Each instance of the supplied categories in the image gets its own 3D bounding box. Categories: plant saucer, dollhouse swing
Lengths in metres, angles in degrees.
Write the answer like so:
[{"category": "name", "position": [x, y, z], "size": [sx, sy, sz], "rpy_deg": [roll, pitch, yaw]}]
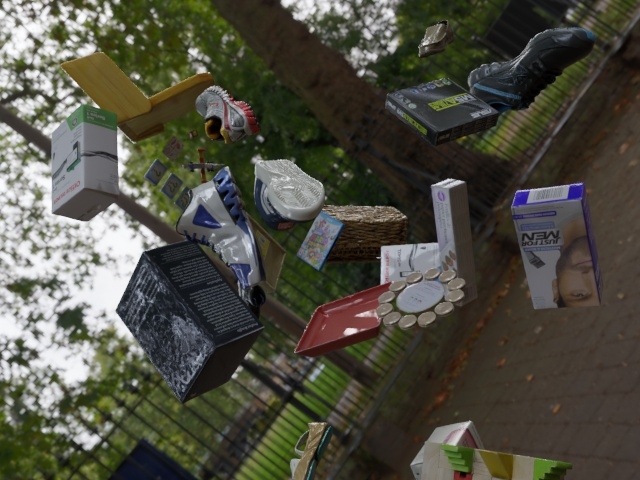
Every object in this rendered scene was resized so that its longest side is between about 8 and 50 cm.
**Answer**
[{"category": "plant saucer", "position": [0.078, 0.225, 1.946], "size": [0.259, 0.047, 0.259], "rpy_deg": [-22, 16, 23]}, {"category": "dollhouse swing", "position": [-0.530, -0.476, 2.107], "size": [0.305, 0.315, 0.347], "rpy_deg": [-43, 3, -5]}]

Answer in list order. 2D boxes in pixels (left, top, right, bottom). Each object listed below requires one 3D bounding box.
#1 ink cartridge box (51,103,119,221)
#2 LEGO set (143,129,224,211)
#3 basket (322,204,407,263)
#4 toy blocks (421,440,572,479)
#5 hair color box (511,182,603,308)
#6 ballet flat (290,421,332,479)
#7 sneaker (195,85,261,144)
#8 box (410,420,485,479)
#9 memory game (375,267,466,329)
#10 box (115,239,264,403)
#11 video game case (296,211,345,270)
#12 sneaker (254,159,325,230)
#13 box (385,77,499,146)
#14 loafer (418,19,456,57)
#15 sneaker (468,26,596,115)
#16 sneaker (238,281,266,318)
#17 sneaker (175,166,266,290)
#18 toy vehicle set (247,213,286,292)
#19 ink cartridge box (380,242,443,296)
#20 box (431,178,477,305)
[{"category": "ink cartridge box", "position": [-0.541, -0.174, 1.614], "size": [0.093, 0.219, 0.160], "rpy_deg": [14, -31, -43]}, {"category": "LEGO set", "position": [-0.426, -0.237, 2.250], "size": [0.060, 0.182, 0.244], "rpy_deg": [-9, 45, 48]}, {"category": "basket", "position": [0.145, 0.006, 2.461], "size": [0.213, 0.299, 0.223], "rpy_deg": [-130, 43, -67]}, {"category": "toy blocks", "position": [0.329, 0.554, 1.407], "size": [0.381, 0.191, 0.260], "rpy_deg": [-11, 66, 53]}, {"category": "hair color box", "position": [0.656, 0.022, 1.943], "size": [0.185, 0.338, 0.110], "rpy_deg": [-6, 29, 29]}, {"category": "ballet flat", "position": [-0.035, 0.540, 1.729], "size": [0.232, 0.073, 0.080], "rpy_deg": [-59, -29, -54]}, {"category": "sneaker", "position": [-0.222, -0.270, 1.523], "size": [0.093, 0.225, 0.088], "rpy_deg": [-33, -54, -17]}, {"category": "box", "position": [0.377, 0.643, 2.021], "size": [0.127, 0.148, 0.232], "rpy_deg": [-23, 2, 31]}, {"category": "memory game", "position": [0.196, 0.113, 1.380], "size": [0.186, 0.012, 0.186], "rpy_deg": [-20, 26, 10]}, {"category": "box", "position": [-0.416, 0.244, 2.202], "size": [0.212, 0.395, 0.293], "rpy_deg": [-16, -31, -49]}, {"category": "video game case", "position": [0.000, 0.000, 2.242], "size": [0.015, 0.119, 0.166], "rpy_deg": [23, -83, -46]}, {"category": "sneaker", "position": [-0.074, -0.077, 1.625], "size": [0.350, 0.131, 0.148], "rpy_deg": [-122, 33, -65]}, {"category": "box", "position": [0.278, -0.299, 1.618], "size": [0.191, 0.184, 0.045], "rpy_deg": [-20, -45, -26]}, {"category": "loafer", "position": [0.236, -0.417, 1.457], "size": [0.056, 0.050, 0.148], "rpy_deg": [-10, 23, 32]}, {"category": "sneaker", "position": [0.495, -0.377, 1.647], "size": [0.341, 0.125, 0.139], "rpy_deg": [-24, 60, 53]}, {"category": "sneaker", "position": [-0.244, 0.234, 2.545], "size": [0.079, 0.121, 0.216], "rpy_deg": [-20, -58, -24]}, {"category": "sneaker", "position": [-0.261, -0.011, 1.783], "size": [0.182, 0.315, 0.127], "rpy_deg": [-20, -9, 2]}, {"category": "toy vehicle set", "position": [-0.218, 0.038, 2.376], "size": [0.035, 0.267, 0.166], "rpy_deg": [-9, 51, 33]}, {"category": "ink cartridge box", "position": [0.292, 0.093, 2.193], "size": [0.086, 0.203, 0.148], "rpy_deg": [54, -144, -61]}, {"category": "box", "position": [0.342, 0.008, 1.787], "size": [0.067, 0.063, 0.323], "rpy_deg": [-23, -66, -30]}]
